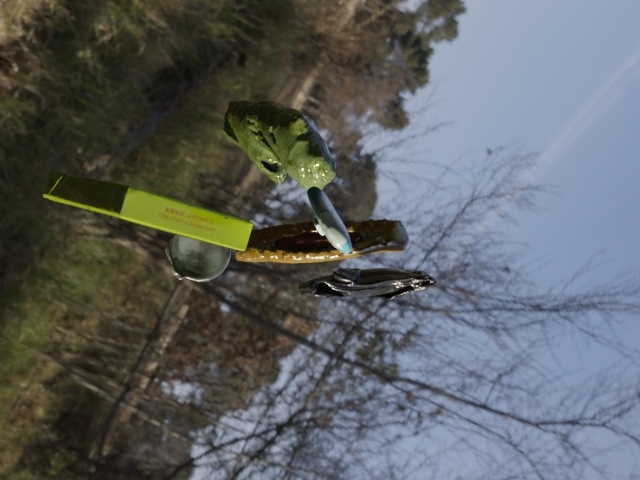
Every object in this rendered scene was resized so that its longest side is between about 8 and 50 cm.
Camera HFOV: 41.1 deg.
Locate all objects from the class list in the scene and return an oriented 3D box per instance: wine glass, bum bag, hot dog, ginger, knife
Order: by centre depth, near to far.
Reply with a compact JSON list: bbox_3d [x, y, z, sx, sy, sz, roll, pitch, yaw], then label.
[{"bbox_3d":[0.006,-0.029,1.079,0.031,0.064,0.222,-36,-165,4],"label":"knife"},{"bbox_3d":[-0.065,-0.154,1.348,0.290,0.089,0.137,15,-67,58],"label":"ginger"},{"bbox_3d":[0.000,0.000,1.404,0.083,0.289,0.068,-10,94,-79],"label":"hot dog"},{"bbox_3d":[-0.202,0.022,1.442,0.103,0.103,0.222,-63,-176,-5],"label":"wine glass"},{"bbox_3d":[0.085,0.080,1.577,0.123,0.248,0.060,178,-87,-79],"label":"bum bag"}]

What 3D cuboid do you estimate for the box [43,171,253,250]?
[{"bbox_3d":[-0.257,-0.045,1.218,0.335,0.187,0.047,11,-94,56],"label":"box"}]
